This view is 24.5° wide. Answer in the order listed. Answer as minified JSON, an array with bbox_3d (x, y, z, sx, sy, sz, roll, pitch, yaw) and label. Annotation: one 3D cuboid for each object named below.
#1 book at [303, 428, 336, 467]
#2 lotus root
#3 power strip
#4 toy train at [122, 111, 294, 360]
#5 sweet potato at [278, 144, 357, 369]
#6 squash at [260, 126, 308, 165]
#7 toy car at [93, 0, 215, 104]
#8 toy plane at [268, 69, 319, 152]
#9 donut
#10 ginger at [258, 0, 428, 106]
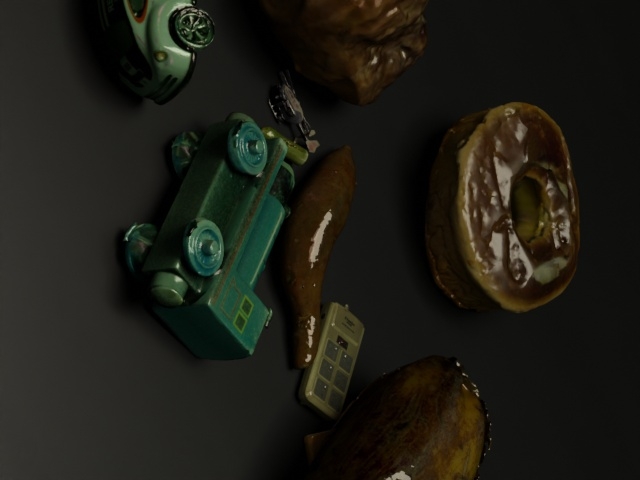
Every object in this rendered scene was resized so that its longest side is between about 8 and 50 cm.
[{"bbox_3d":[0.101,0.437,2.023,0.269,0.032,0.388,-4,83,-49],"label":"book"},{"bbox_3d":[0.094,0.305,1.893,0.196,0.179,0.397,46,51,-5],"label":"lotus root"},{"bbox_3d":[0.017,0.157,2.001,0.076,0.028,0.168,40,52,-35],"label":"power strip"},{"bbox_3d":[-0.120,-0.013,1.824,0.194,0.120,0.298,53,45,-37],"label":"toy train"},{"bbox_3d":[-0.004,0.000,1.981,0.108,0.079,0.346,44,52,-50],"label":"sweet potato"},{"bbox_3d":[-0.054,-0.129,1.995,0.083,0.027,0.027,29,59,-41],"label":"squash"},{"bbox_3d":[-0.209,-0.321,1.788,0.125,0.136,0.305,4,75,-27],"label":"toy car"},{"bbox_3d":[-0.036,-0.174,2.027,0.120,0.031,0.049,65,32,-10],"label":"toy plane"},{"bbox_3d":[0.279,-0.044,2.281,0.330,0.160,0.329,5,83,-39],"label":"donut"},{"bbox_3d":[0.024,-0.328,2.014,0.223,0.269,0.200,42,65,14],"label":"ginger"}]
